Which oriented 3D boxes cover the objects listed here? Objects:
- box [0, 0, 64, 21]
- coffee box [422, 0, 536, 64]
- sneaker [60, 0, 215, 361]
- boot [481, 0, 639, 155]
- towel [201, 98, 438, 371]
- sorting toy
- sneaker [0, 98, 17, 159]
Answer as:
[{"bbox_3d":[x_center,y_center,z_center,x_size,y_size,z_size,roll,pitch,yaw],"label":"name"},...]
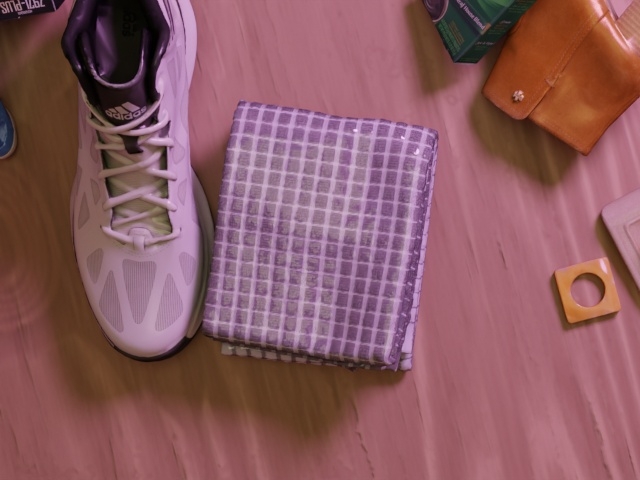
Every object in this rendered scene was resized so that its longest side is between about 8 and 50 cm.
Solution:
[{"bbox_3d":[-0.389,-0.321,1.693,0.180,0.077,0.147,-9,118,12],"label":"box"},{"bbox_3d":[0.186,-0.289,1.631,0.184,0.040,0.113,-45,59,41],"label":"coffee box"},{"bbox_3d":[-0.217,-0.090,1.618,0.169,0.257,0.447,-3,88,5],"label":"sneaker"},{"bbox_3d":[0.237,-0.250,1.665,0.295,0.104,0.211,44,106,18],"label":"boot"},{"bbox_3d":[0.000,0.000,1.662,0.235,0.121,0.283,8,88,6],"label":"towel"},{"bbox_3d":[0.428,0.012,1.659,0.348,0.047,0.196,-27,86,4],"label":"sorting toy"},{"bbox_3d":[-0.397,-0.166,1.724,0.058,0.084,0.152,-19,86,4],"label":"sneaker"}]
